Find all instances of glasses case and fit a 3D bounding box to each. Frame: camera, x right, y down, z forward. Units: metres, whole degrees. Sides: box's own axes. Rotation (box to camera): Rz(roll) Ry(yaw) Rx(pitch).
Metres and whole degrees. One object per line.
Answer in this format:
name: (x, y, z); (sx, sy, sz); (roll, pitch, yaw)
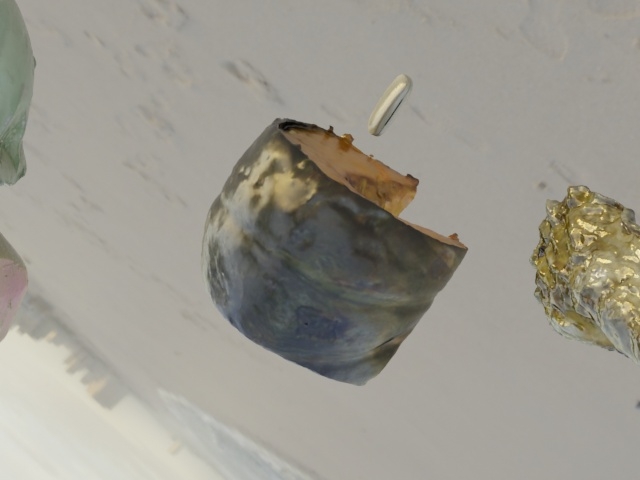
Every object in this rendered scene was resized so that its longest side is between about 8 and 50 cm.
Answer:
glasses case: (0.084, -0.162, 1.015); (0.021, 0.083, 0.032); (17, -148, -30)

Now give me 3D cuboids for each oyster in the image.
oyster: (0.157, 0.030, 0.472); (0.121, 0.045, 0.146); (81, 171, -57)

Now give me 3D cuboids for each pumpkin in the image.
pumpkin: (0.000, 0.000, 0.980); (0.256, 0.225, 0.303); (23, -166, -17)

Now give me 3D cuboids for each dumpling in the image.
dumpling: (-0.265, -0.140, 0.647); (0.152, 0.108, 0.219); (30, 152, 38)

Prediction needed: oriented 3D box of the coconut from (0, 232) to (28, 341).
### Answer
coconut: (-0.561, 0.058, 1.275); (0.227, 0.230, 0.227); (24, 180, 0)
